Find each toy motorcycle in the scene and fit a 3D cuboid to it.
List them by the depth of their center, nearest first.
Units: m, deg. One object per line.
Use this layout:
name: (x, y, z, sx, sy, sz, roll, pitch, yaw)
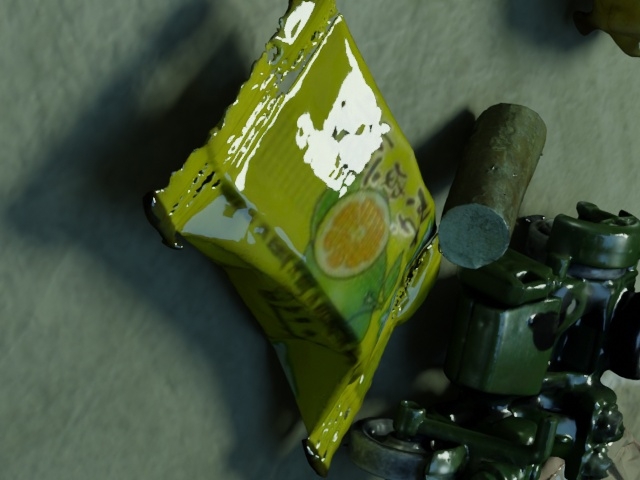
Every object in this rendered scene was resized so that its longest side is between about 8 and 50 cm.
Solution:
toy motorcycle: (0.145, 0.084, 1.330, 0.275, 0.127, 0.205, -9, 115, -52)

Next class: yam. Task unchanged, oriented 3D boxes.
yam: (0.113, -0.039, 1.273, 0.132, 0.054, 0.054, -66, 149, -49)

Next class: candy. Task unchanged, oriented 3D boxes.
candy: (0.000, 0.000, 1.170, 0.187, 0.081, 0.297, -57, 147, -21)

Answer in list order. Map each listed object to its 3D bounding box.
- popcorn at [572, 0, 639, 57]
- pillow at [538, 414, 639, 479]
popcorn: (0.246, -0.192, 1.326, 0.167, 0.152, 0.148, 24, 51, -27)
pillow: (0.216, 0.240, 1.522, 0.173, 0.067, 0.270, -53, 136, -11)
